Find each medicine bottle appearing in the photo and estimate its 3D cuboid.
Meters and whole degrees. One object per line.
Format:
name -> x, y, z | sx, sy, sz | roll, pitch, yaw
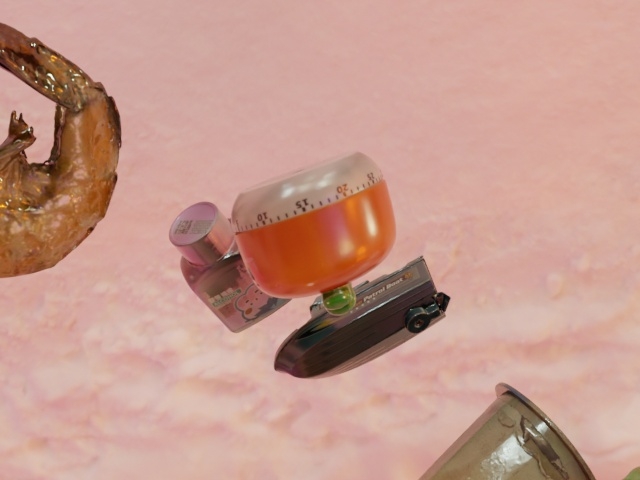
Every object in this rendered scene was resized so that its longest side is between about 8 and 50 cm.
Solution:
medicine bottle -> -0.132, 0.034, 1.020 | 0.119, 0.094, 0.188 | -32, 132, 2

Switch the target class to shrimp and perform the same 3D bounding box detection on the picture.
shrimp -> -0.375, -0.127, 0.724 | 0.272, 0.085, 0.445 | -42, 138, -5

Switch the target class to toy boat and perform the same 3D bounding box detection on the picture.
toy boat -> 0.056, 0.133, 1.132 | 0.296, 0.122, 0.114 | -27, 129, 1

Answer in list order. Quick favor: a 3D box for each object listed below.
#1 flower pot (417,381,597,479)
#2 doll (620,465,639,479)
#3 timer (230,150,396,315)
flower pot -> 0.265, 0.354, 1.036 | 0.202, 0.212, 0.212 | -40, 112, -9
doll -> 0.294, 0.234, 0.311 | 0.182, 0.363, 0.160 | -9, 113, -33
timer -> 0.000, 0.000, 0.569 | 0.136, 0.099, 0.136 | -2, 102, -11
